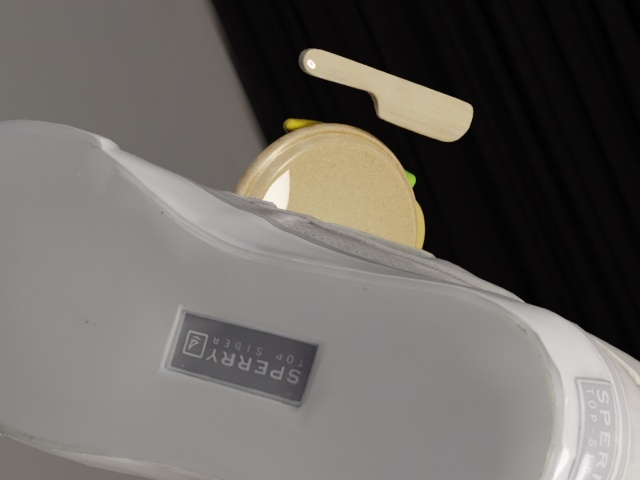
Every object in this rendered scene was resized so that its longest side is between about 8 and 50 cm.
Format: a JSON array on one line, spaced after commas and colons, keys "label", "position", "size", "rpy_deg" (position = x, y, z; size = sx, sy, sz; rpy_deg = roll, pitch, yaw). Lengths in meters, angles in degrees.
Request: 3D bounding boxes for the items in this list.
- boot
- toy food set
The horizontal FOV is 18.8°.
[{"label": "boot", "position": [-0.009, 0.039, 0.567], "size": [0.258, 0.095, 0.123], "rpy_deg": [21, 177, 36]}, {"label": "toy food set", "position": [0.000, 0.000, 1.026], "size": [0.132, 0.192, 0.038], "rpy_deg": [19, 178, -34]}]
